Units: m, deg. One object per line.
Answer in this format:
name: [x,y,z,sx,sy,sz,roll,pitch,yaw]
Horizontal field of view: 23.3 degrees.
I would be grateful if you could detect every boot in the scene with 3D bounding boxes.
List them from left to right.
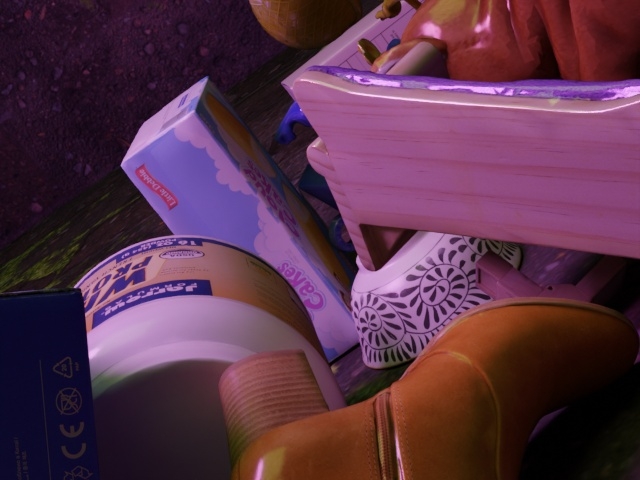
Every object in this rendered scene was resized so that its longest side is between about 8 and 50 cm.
boot: [0.092,0.144,0.921,0.295,0.104,0.211,-7,41,-17]

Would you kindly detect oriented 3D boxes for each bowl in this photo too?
bowl: [0.084,0.027,1.353,0.170,0.080,0.170,-34,14,10]

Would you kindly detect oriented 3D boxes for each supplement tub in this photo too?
supplement tub: [-0.097,0.134,1.152,0.228,0.228,0.316,-37,14,2]

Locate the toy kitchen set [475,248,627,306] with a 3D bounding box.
toy kitchen set: [0.169,0.035,1.153,0.075,0.083,0.068,-43,-27,-21]

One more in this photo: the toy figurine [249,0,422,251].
toy figurine: [0.054,-0.096,1.481,0.191,0.362,0.217,14,78,51]

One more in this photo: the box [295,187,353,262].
box: [0.000,0.000,1.615,0.027,0.094,0.137,-36,13,2]

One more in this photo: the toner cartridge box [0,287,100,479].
toner cartridge box: [-0.188,0.208,0.941,0.075,0.348,0.165,-4,-4,-29]

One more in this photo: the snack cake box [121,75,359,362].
snack cake box: [-0.065,-0.012,1.458,0.089,0.264,0.152,-35,14,10]

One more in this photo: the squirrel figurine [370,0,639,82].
squirrel figurine: [0.204,-0.233,1.223,0.370,0.397,0.281,-9,36,41]

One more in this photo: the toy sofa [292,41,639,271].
toy sofa: [0.166,-0.070,1.049,0.362,0.177,0.150,8,42,44]

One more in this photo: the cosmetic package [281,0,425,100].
cosmetic package: [0.123,-0.222,1.891,0.309,0.160,0.113,-37,13,0]
